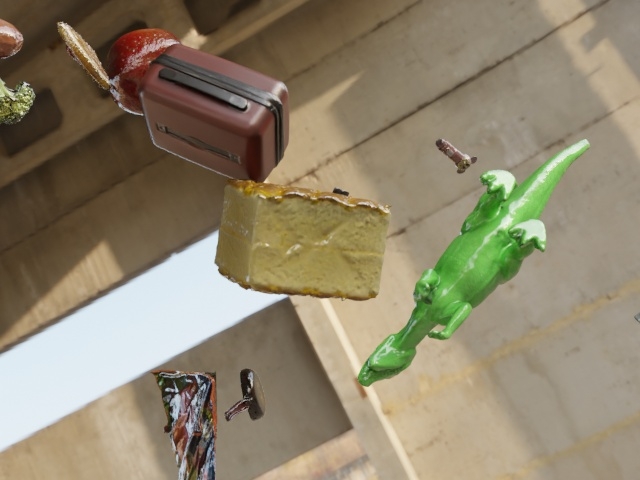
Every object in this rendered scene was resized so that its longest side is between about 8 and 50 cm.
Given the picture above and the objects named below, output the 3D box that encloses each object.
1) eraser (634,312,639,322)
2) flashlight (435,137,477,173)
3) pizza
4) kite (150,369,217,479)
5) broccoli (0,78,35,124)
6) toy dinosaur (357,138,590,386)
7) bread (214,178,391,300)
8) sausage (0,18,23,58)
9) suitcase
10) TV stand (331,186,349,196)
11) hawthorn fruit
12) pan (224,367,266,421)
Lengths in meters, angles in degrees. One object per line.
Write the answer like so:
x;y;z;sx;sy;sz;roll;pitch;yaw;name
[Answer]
0.484;0.092;1.069;0.099;0.019;0.027;-30;15;8;eraser
0.273;-0.172;1.572;0.052;0.031;0.110;-42;-49;22;flashlight
-0.337;-0.255;1.116;0.029;0.099;0.100;-35;-13;3;pizza
-0.121;0.195;0.703;0.016;0.321;0.234;-1;-52;-22;kite
-0.574;-0.259;1.416;0.097;0.092;0.095;-21;29;-11;broccoli
0.283;0.037;1.292;0.500;0.144;0.374;-27;-27;-47;toy dinosaur
-0.043;-0.002;1.536;0.279;0.207;0.279;7;6;-24;bread
-0.599;-0.358;1.312;0.194;0.077;0.077;17;-17;1;sausage
-0.217;-0.260;1.616;0.236;0.297;0.161;93;-157;-60;suitcase
0.000;0.000;1.727;0.249;0.036;0.042;-67;-8;8;TV stand
-0.448;-0.425;1.955;0.249;0.215;0.215;-10;-17;-13;hawthorn fruit
-0.156;0.338;1.642;0.040;0.115;0.212;-15;2;11;pan
